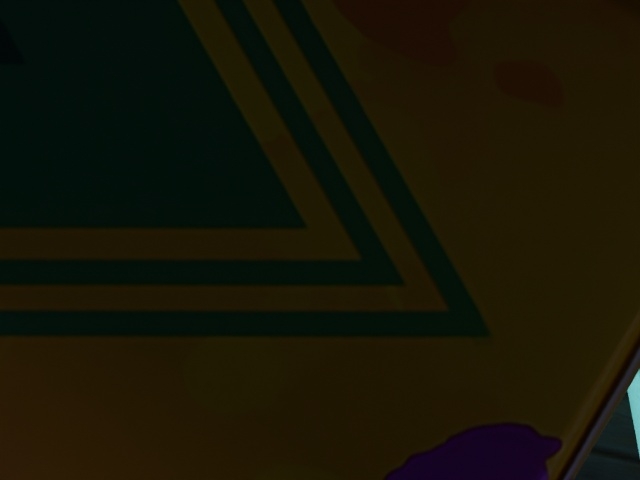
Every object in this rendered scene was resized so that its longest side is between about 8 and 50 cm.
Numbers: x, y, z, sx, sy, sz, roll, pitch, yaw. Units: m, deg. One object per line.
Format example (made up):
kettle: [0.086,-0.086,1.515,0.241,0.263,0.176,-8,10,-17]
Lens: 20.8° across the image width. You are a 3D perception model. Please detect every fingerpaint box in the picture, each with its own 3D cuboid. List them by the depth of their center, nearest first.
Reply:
fingerpaint box: [-0.101,-0.052,0.560,0.371,0.163,0.445,31,177,1]

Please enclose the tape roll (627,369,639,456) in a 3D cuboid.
tape roll: [0.291,0.020,0.568,0.392,0.072,0.392,-12,-157,5]
